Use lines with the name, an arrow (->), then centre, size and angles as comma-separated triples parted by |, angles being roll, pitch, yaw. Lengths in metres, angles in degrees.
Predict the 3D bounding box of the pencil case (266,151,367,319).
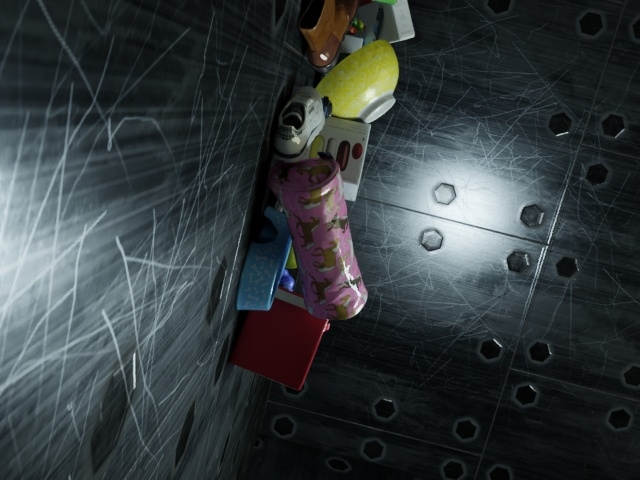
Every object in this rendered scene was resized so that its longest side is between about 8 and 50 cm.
pencil case -> 0.000, 0.000, 1.562 | 0.167, 0.160, 0.386 | -58, 142, -46

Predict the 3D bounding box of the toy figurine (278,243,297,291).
toy figurine -> -0.085, 0.153, 1.987 | 0.217, 0.191, 0.362 | -28, 135, -79

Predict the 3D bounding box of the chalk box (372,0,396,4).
chalk box -> 0.159, -0.814, 2.034 | 0.289, 0.179, 0.180 | 103, 1, -73

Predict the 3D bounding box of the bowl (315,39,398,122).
bowl -> 0.135, -0.448, 2.120 | 0.289, 0.156, 0.289 | -35, 173, -5

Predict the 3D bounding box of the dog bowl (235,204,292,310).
dog bowl -> -0.121, 0.043, 1.629 | 0.297, 0.074, 0.166 | -75, 178, -53

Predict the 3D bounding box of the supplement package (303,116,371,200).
supplement package -> 0.036, -0.253, 2.153 | 0.149, 0.194, 0.203 | 99, 2, -75

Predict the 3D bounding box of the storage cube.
storage cube -> -0.099, 0.231, 1.764 | 0.183, 0.215, 0.193 | -65, 176, -86

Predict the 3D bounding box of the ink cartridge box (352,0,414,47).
ink cartridge box -> 0.176, -0.766, 2.297 | 0.296, 0.066, 0.261 | 14, -59, 62

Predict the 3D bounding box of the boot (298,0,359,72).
boot -> 0.010, -0.529, 1.527 | 0.280, 0.096, 0.264 | 46, 66, -80

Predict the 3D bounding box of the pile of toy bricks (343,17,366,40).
pile of toy bricks -> 0.089, -0.663, 2.166 | 0.212, 0.105, 0.118 | -47, 151, -87

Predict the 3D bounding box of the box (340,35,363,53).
box -> 0.083, -0.629, 2.335 | 0.087, 0.102, 0.101 | -66, 170, -75

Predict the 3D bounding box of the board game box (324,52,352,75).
board game box -> 0.074, -0.553, 2.229 | 0.186, 0.126, 0.026 | 51, 41, -88

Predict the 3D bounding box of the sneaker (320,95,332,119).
sneaker -> -0.011, -0.345, 1.835 | 0.152, 0.085, 0.058 | -71, 175, -70

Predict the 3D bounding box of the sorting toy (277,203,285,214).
sorting toy -> -0.091, -0.089, 2.011 | 0.132, 0.046, 0.274 | 102, 2, -63

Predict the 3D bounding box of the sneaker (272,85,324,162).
sneaker -> -0.042, -0.269, 1.508 | 0.094, 0.090, 0.235 | 89, 11, -45
